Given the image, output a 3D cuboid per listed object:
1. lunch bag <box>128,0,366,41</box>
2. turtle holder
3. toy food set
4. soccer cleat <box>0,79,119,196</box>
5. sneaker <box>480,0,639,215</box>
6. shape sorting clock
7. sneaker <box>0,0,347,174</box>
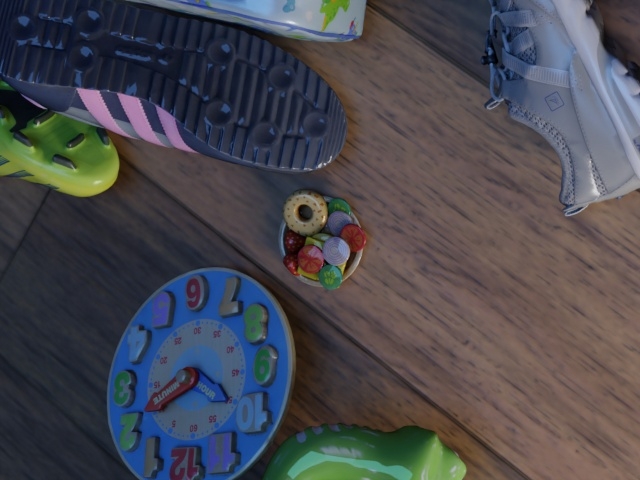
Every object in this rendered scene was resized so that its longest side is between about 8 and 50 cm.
[{"bbox_3d":[-0.076,-0.220,0.958,0.219,0.176,0.090,15,101,22],"label":"lunch bag"},{"bbox_3d":[-0.008,0.313,0.975,0.228,0.243,0.320,23,62,5],"label":"turtle holder"},{"bbox_3d":[0.000,0.000,1.031,0.083,0.020,0.083,20,102,20],"label":"toy food set"},{"bbox_3d":[-0.316,-0.098,1.136,0.289,0.093,0.121,22,134,16],"label":"soccer cleat"},{"bbox_3d":[0.161,-0.147,0.902,0.115,0.105,0.281,-33,83,22],"label":"sneaker"},{"bbox_3d":[-0.111,0.123,1.050,0.206,0.040,0.206,-9,72,30],"label":"shape sorting clock"},{"bbox_3d":[-0.130,-0.134,1.040,0.319,0.131,0.112,20,81,0],"label":"sneaker"}]
